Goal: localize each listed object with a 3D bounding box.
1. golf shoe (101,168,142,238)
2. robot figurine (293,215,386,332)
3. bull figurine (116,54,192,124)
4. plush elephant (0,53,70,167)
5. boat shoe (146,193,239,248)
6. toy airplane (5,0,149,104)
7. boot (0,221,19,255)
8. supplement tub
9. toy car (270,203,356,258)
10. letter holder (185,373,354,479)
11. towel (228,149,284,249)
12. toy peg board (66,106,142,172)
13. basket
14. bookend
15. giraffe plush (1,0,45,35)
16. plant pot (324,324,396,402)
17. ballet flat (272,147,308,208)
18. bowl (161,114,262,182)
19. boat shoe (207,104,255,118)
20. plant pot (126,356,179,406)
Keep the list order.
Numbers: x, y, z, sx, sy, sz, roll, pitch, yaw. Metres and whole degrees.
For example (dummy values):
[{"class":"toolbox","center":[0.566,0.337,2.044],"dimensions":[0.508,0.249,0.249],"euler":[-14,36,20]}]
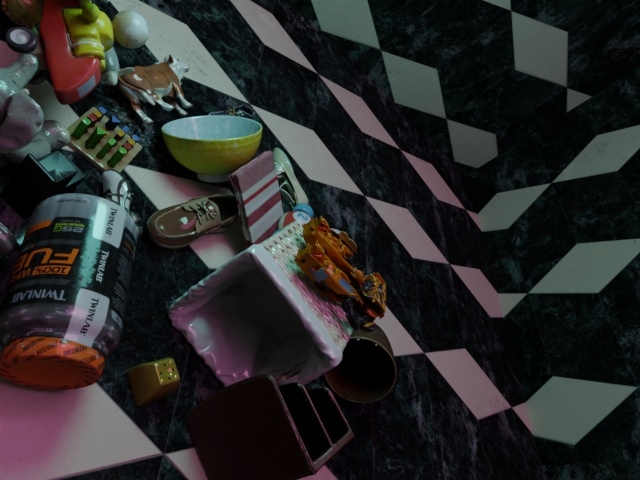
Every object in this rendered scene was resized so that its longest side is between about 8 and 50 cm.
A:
[{"class":"golf shoe","center":[-0.502,-0.088,1.192],"dimensions":[0.094,0.077,0.198],"euler":[-6,66,-54]},{"class":"robot figurine","center":[0.061,0.086,1.182],"dimensions":[0.291,0.085,0.211],"euler":[44,30,-23]},{"class":"bull figurine","center":[-0.489,-0.468,1.511],"dimensions":[0.188,0.101,0.310],"euler":[55,33,-6]},{"class":"plush elephant","center":[-0.657,-0.270,0.982],"dimensions":[0.272,0.255,0.330],"euler":[41,36,-22]},{"class":"boat shoe","center":[-0.332,-0.070,1.356],"dimensions":[0.123,0.116,0.324],"euler":[57,33,2]},{"class":"toy airplane","center":[-0.549,-0.542,1.182],"dimensions":[0.273,0.384,0.386],"euler":[7,25,-17]},{"class":"boot","center":[-0.698,-0.003,0.882],"dimensions":[0.246,0.083,0.161],"euler":[35,45,-20]},{"class":"supplement tub","center":[-0.477,0.094,0.948],"dimensions":[0.207,0.207,0.338],"euler":[27,42,-37]},{"class":"toy car","center":[0.000,0.000,1.571],"dimensions":[0.219,0.238,0.210],"euler":[-58,138,-53]},{"class":"letter holder","center":[-0.122,0.393,1.059],"dimensions":[0.152,0.302,0.214],"euler":[-13,73,-55]},{"class":"towel","center":[-0.176,-0.084,1.504],"dimensions":[0.237,0.037,0.328],"euler":[-51,137,-57]},{"class":"toy peg board","center":[-0.550,-0.272,1.286],"dimensions":[0.161,0.079,0.160],"euler":[42,36,-21]},{"class":"basket","center":[-0.125,0.175,1.231],"dimensions":[0.331,0.328,0.266],"euler":[53,29,-5]},{"class":"bookend","center":[-0.576,-0.142,1.069],"dimensions":[0.072,0.157,0.156],"euler":[50,34,-11]},{"class":"giraffe plush","center":[-0.748,-0.629,1.252],"dimensions":[0.170,0.210,0.181],"euler":[63,9,1]},{"class":"plant pot","center":[0.138,0.349,1.547],"dimensions":[0.215,0.215,0.230],"euler":[53,20,-5]},{"class":"ballet flat","center":[-0.128,-0.220,1.792],"dimensions":[0.086,0.086,0.248],"euler":[-24,82,-57]},{"class":"bowl","center":[-0.317,-0.265,1.478],"dimensions":[0.289,0.290,0.156],"euler":[-46,144,-56]},{"class":"boat shoe","center":[-0.311,-0.438,1.731],"dimensions":[0.183,0.083,0.065],"euler":[-19,78,-56]},{"class":"plant pot","center":[-0.347,0.293,1.057],"dimensions":[0.081,0.083,0.081],"euler":[-3,64,-54]}]
